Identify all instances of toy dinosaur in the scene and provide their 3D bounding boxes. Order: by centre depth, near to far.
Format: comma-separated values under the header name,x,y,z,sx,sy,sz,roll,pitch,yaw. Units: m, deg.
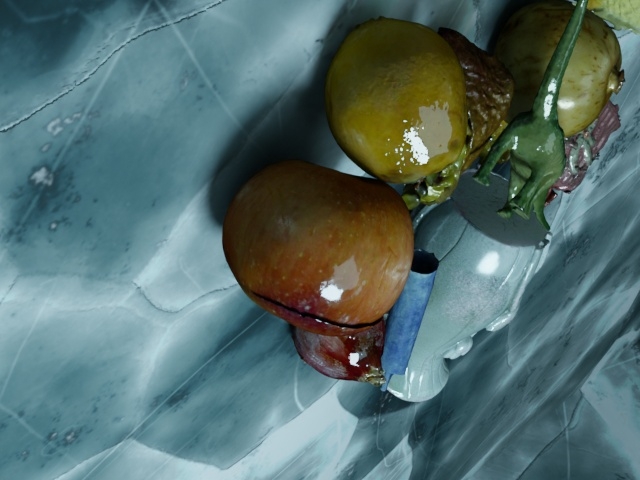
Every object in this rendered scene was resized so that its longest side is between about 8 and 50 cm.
name,x,y,z,sx,sy,sz,roll,pitch,yaw
toy dinosaur,0.343,-0.180,1.552,0.300,0.087,0.447,-61,155,-5

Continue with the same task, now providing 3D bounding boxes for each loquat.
name,x,y,z,sx,sy,sz,roll,pitch,yaw
loquat,0.100,-0.174,1.349,0.176,0.187,0.234,-28,112,-31

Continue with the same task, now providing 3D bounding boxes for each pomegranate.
name,x,y,z,sx,sy,sz,roll,pitch,yaw
pomegranate,0.374,-0.265,1.635,0.215,0.215,0.215,-36,151,-24

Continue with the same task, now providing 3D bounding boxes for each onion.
name,x,y,z,sx,sy,sz,roll,pitch,yaw
onion,0.046,0.168,1.740,0.159,0.195,0.159,-24,143,-20

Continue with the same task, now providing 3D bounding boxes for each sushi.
name,x,y,z,sx,sy,sz,roll,pitch,yaw
sushi,0.174,-0.165,1.527,0.179,0.167,0.296,-22,164,-32

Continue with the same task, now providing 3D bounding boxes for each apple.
name,x,y,z,sx,sy,sz,roll,pitch,yaw
apple,0.000,0.000,1.386,0.272,0.251,0.206,14,106,-42

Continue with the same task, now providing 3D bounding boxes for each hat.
name,x,y,z,sx,sy,sz,roll,pitch,yaw
hat,0.498,-0.173,2.073,0.286,0.107,0.237,-55,144,2

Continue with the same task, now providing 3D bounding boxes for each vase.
name,x,y,z,sx,sy,sz,roll,pitch,yaw
vase,0.225,0.094,1.877,0.250,0.250,0.445,-22,149,-42

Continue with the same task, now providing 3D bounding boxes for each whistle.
name,x,y,z,sx,sy,sz,roll,pitch,yaw
whistle,0.138,0.140,1.764,0.062,0.062,0.304,-29,146,-34

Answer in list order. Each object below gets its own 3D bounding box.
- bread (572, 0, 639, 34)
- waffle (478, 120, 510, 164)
name,x,y,z,sx,sy,sz,roll,pitch,yaw
bread,0.413,-0.393,1.476,0.142,0.266,0.178,-41,155,-24
waffle,0.374,-0.243,1.857,0.245,0.052,0.254,-27,147,-35
